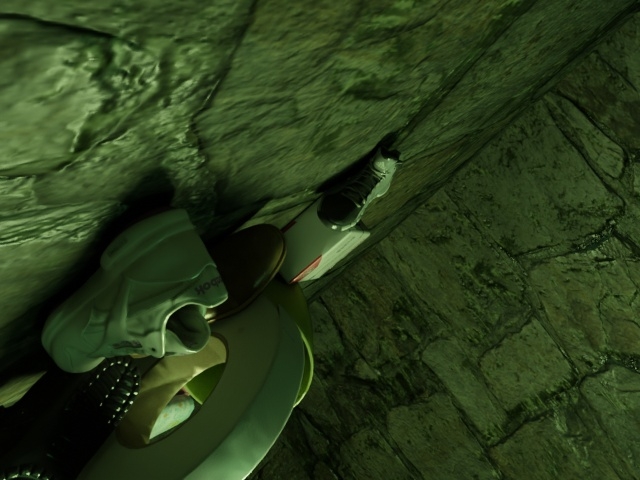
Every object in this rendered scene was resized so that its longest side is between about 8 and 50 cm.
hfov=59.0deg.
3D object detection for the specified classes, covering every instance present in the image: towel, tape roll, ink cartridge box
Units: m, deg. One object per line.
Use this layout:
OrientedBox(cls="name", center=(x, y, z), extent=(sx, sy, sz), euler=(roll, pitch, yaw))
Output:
OrientedBox(cls="towel", center=(-0.588, 0.575, 1.637), extent=(0.374, 0.090, 0.320), euler=(-34, 167, 11))
OrientedBox(cls="tape roll", center=(-0.201, 0.237, 0.849), extent=(0.391, 0.072, 0.392), euler=(-27, -153, 15))
OrientedBox(cls="ink cartridge box", center=(0.000, 0.000, 1.235), extent=(0.172, 0.100, 0.237), euler=(-40, 170, 11))

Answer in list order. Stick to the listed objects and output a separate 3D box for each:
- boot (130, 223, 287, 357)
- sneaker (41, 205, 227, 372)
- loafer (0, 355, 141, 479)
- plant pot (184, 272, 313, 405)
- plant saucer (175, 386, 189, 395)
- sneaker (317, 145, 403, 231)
OrientedBox(cls="boot", center=(-0.179, 0.063, 0.843), extent=(0.305, 0.112, 0.115), euler=(-34, 160, -15))
OrientedBox(cls="sneaker", center=(-0.222, 0.099, 0.662), extent=(0.305, 0.152, 0.114), euler=(-43, 173, 34))
OrientedBox(cls="loafer", center=(-0.401, 0.295, 0.760), extent=(0.130, 0.134, 0.366), euler=(8, -136, 39))
OrientedBox(cls="plant pot", center=(-0.131, 0.174, 1.195), extent=(0.274, 0.275, 0.293), euler=(-42, -169, 20))
OrientedBox(cls="plant saucer", center=(-0.390, 0.420, 1.868), extent=(0.332, 0.084, 0.332), euler=(-38, 172, -6))
OrientedBox(cls="sneaker", center=(0.085, -0.118, 1.087), extent=(0.228, 0.086, 0.132), euler=(-44, 173, -42))
